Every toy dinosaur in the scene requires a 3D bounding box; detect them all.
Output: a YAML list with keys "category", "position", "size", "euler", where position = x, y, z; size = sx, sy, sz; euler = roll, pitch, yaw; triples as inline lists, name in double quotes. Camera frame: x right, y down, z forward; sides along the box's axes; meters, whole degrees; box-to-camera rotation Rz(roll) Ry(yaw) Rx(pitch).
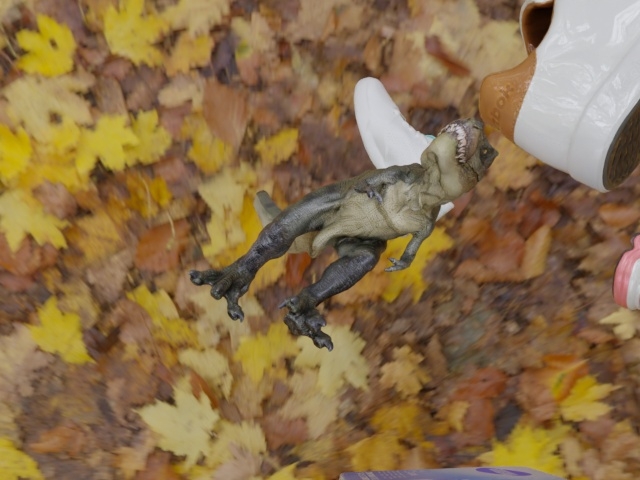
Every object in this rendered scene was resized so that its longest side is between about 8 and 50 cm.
- category: "toy dinosaur"
  position: [0.000, 0.000, 0.780]
  size: [0.118, 0.268, 0.064]
  euler: [-47, 107, -26]

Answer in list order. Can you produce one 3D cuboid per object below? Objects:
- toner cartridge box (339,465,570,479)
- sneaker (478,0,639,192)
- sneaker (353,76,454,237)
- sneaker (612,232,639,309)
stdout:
- category: "toner cartridge box"
  position: [0.103, 0.212, 1.026]
  size: [0.165, 0.348, 0.075]
  euler: [-1, 84, -3]
- category: "sneaker"
  position: [0.206, -0.160, 0.916]
  size: [0.123, 0.106, 0.290]
  euler: [28, 57, 28]
- category: "sneaker"
  position: [0.107, -0.113, 1.722]
  size: [0.094, 0.080, 0.212]
  euler: [-24, 68, 20]
- category: "sneaker"
  position: [0.482, -0.027, 1.678]
  size: [0.136, 0.116, 0.314]
  euler: [33, 87, 27]
